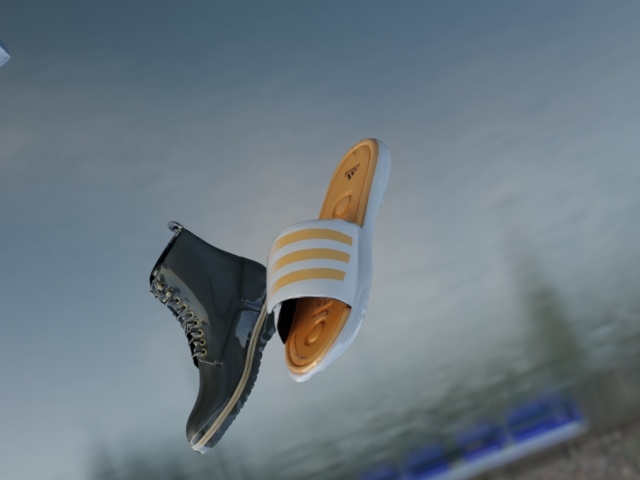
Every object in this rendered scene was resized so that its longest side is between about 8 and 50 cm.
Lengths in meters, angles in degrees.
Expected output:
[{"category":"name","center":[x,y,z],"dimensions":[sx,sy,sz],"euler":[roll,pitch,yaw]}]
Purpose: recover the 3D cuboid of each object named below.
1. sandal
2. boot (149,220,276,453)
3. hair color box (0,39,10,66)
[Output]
[{"category":"sandal","center":[-0.006,0.004,1.646],"dimensions":[0.076,0.265,0.102],"euler":[32,135,-23]},{"category":"boot","center":[-0.124,0.093,1.855],"dimensions":[0.137,0.198,0.077],"euler":[29,151,-16]},{"category":"hair color box","center":[-0.456,-0.103,1.534],"dimensions":[0.374,0.113,0.185],"euler":[-41,139,0]}]
